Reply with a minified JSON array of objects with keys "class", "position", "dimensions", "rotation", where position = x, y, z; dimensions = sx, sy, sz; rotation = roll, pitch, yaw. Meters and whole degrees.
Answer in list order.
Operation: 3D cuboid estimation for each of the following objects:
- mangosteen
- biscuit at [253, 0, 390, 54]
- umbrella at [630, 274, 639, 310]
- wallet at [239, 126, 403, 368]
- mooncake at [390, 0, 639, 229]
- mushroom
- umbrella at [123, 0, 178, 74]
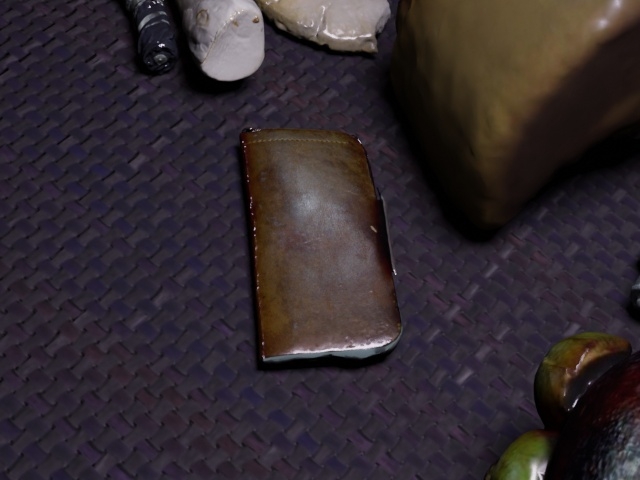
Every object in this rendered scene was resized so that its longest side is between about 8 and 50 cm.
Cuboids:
[{"class":"mangosteen","position":[0.274,0.203,0.706],"dimensions":[0.300,0.300,0.300],"rotation":[4,55,-6]},{"class":"biscuit","position":[-0.029,-0.309,1.138],"dimensions":[0.141,0.038,0.290],"rotation":[-18,60,-19]},{"class":"umbrella","position":[0.362,-0.014,0.984],"dimensions":[0.066,0.059,0.236],"rotation":[20,53,36]},{"class":"wallet","position":[0.000,0.000,0.937],"dimensions":[0.137,0.031,0.255],"rotation":[-1,57,-9]},{"class":"mooncake","position":[0.281,-0.197,0.996],"dimensions":[0.394,0.393,0.246],"rotation":[13,42,-51]},{"class":"mushroom","position":[-0.120,-0.258,1.063],"dimensions":[0.081,0.092,0.223],"rotation":[-20,53,-5]},{"class":"umbrella","position":[-0.191,-0.258,1.074],"dimensions":[0.050,0.046,0.188],"rotation":[3,52,-31]}]
